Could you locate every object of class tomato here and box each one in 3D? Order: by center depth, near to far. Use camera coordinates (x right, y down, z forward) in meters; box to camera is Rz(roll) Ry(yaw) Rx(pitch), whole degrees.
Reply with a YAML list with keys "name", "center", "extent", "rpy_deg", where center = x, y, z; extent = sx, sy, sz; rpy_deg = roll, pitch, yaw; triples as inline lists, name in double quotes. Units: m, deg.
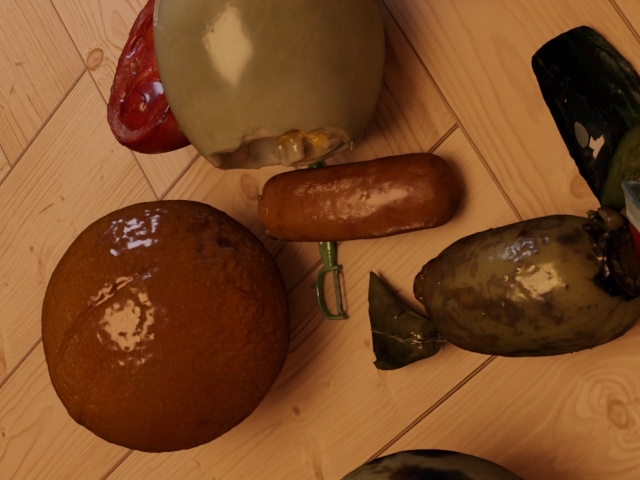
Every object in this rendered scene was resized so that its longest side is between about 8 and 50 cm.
- name: "tomato"
  center: [-0.183, -0.216, 2.073]
  extent: [0.200, 0.140, 0.233]
  rpy_deg: [4, 74, 55]

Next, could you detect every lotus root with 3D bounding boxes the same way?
- name: "lotus root"
  center: [0.224, 0.056, 1.724]
  extent: [0.309, 0.173, 0.173]
  rpy_deg: [-13, 86, 47]

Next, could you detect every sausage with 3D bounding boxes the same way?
- name: "sausage"
  center: [0.045, -0.051, 1.902]
  extent: [0.271, 0.109, 0.108]
  rpy_deg: [-6, 91, 35]

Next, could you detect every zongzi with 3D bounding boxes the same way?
- name: "zongzi"
  center: [0.105, 0.083, 1.879]
  extent: [0.154, 0.062, 0.130]
  rpy_deg: [-31, 66, 61]

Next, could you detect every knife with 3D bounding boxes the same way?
- name: "knife"
  center: [0.001, 0.000, 2.016]
  extent: [0.054, 0.015, 0.212]
  rpy_deg: [-7, 90, 44]

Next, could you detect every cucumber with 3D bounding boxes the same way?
- name: "cucumber"
  center: [0.297, -0.138, 1.689]
  extent: [0.115, 0.086, 0.193]
  rpy_deg: [-46, 58, 38]

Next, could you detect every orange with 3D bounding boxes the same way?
- name: "orange"
  center: [-0.207, 0.119, 2.024]
  extent: [0.322, 0.322, 0.357]
  rpy_deg: [56, 134, 23]

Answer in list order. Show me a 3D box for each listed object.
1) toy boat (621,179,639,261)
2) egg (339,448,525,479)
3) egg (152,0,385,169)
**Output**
- name: "toy boat"
  center: [0.445, -0.007, 1.512]
  extent: [0.332, 0.145, 0.133]
  rpy_deg: [14, 115, 36]
- name: "egg"
  center: [0.152, 0.434, 1.700]
  extent: [0.345, 0.345, 0.428]
  rpy_deg: [-45, 69, 36]
- name: "egg"
  center: [-0.064, -0.259, 1.869]
  extent: [0.278, 0.278, 0.336]
  rpy_deg: [-13, 85, 43]
